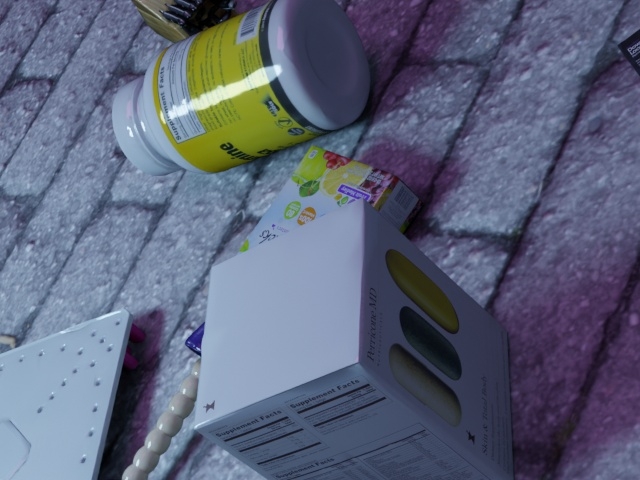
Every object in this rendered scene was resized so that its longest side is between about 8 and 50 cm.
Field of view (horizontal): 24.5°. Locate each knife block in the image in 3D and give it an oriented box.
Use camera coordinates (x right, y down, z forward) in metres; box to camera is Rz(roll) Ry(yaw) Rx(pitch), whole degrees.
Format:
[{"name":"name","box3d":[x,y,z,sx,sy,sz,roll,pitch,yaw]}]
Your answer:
[{"name":"knife block","box3d":[-0.174,-0.329,2.263,0.088,0.242,0.276,-50,-8,-4]}]

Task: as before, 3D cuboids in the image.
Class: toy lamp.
[{"name":"toy lamp","box3d":[-0.173,0.204,1.772,0.080,0.080,0.275,21,73,52]}]

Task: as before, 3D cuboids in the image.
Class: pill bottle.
[{"name":"pill bottle","box3d":[-0.114,-0.198,1.980,0.334,0.188,0.188,-17,47,35]}]

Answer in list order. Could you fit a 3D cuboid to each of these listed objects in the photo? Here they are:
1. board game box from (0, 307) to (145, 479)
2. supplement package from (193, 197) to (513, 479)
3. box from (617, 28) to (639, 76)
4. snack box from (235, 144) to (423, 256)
[{"name":"board game box","box3d":[-0.415,0.305,1.927,0.390,0.050,0.390,-21,42,29]},{"name":"supplement package","box3d":[0.039,0.134,1.463,0.198,0.262,0.199,-24,43,29]},{"name":"box","box3d":[0.402,-0.199,1.593,0.116,0.029,0.162,-37,39,14]},{"name":"snack box","box3d":[0.000,0.000,1.786,0.174,0.070,0.207,23,77,51]}]
